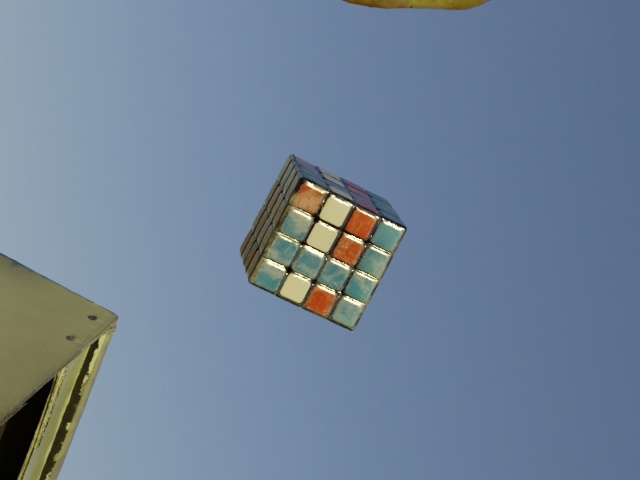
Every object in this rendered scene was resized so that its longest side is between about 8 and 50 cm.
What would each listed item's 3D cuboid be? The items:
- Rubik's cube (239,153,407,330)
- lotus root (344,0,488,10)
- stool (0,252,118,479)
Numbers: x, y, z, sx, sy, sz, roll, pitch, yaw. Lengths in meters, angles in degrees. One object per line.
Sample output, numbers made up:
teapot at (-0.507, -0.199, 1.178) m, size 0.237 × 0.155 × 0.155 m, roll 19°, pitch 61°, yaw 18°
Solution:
Rubik's cube at (0.000, 0.000, 1.277) m, size 0.092 × 0.092 × 0.092 m, roll -62°, pitch -166°, yaw 10°
lotus root at (0.071, -0.373, 1.292) m, size 0.111 × 0.375 × 0.390 m, roll -60°, pitch 129°, yaw -72°
stool at (-0.335, 0.171, 1.476) m, size 0.243 × 0.170 × 0.269 m, roll -67°, pitch 173°, yaw 25°
